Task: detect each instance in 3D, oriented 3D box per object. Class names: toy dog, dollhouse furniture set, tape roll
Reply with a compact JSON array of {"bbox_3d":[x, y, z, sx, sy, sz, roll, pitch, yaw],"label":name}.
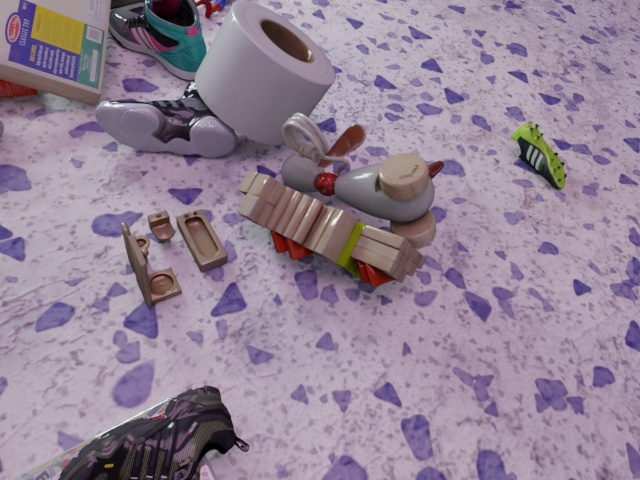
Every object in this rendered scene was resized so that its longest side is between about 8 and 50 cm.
[{"bbox_3d":[0.093,-0.128,0.891,0.333,0.220,0.161,34,60,15],"label":"toy dog"},{"bbox_3d":[-0.237,-0.004,0.774,0.151,0.123,0.144,-21,61,-26],"label":"dollhouse furniture set"},{"bbox_3d":[-0.112,-0.342,0.978,0.246,0.169,0.246,28,37,-23],"label":"tape roll"}]

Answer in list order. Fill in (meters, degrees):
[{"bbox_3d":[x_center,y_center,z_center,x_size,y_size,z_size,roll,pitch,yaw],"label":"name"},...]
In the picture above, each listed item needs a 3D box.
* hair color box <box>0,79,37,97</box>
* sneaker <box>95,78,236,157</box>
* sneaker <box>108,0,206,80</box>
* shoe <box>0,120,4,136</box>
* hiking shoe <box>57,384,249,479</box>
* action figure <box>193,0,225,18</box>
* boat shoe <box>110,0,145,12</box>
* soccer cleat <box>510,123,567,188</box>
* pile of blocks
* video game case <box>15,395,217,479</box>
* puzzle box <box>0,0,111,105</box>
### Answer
[{"bbox_3d":[-0.666,-0.330,0.969,0.141,0.043,0.072,-15,59,-23],"label":"hair color box"},{"bbox_3d":[-0.306,-0.260,0.972,0.268,0.101,0.153,8,51,-15],"label":"sneaker"},{"bbox_3d":[-0.383,-0.511,1.088,0.295,0.178,0.124,32,53,11],"label":"sneaker"},{"bbox_3d":[-0.662,-0.174,0.838,0.081,0.063,0.178,29,56,2],"label":"shoe"},{"bbox_3d":[-0.199,0.272,0.565,0.226,0.086,0.114,-27,61,-30],"label":"hiking shoe"},{"bbox_3d":[-0.257,-0.747,1.331,0.091,0.139,0.280,27,50,6],"label":"action figure"},{"bbox_3d":[-0.500,-0.651,1.214,0.304,0.091,0.109,-17,58,-19],"label":"boat shoe"},{"bbox_3d":[0.532,-0.200,1.154,0.060,0.072,0.179,-26,85,-30],"label":"soccer cleat"},{"bbox_3d":[0.000,0.000,0.854,0.362,0.149,0.113,26,84,15],"label":"pile of blocks"},{"bbox_3d":[-0.228,0.339,0.580,0.206,0.026,0.227,-23,62,-28],"label":"video game case"},{"bbox_3d":[-0.585,-0.499,0.978,0.272,0.052,0.409,11,66,-36],"label":"puzzle box"}]
